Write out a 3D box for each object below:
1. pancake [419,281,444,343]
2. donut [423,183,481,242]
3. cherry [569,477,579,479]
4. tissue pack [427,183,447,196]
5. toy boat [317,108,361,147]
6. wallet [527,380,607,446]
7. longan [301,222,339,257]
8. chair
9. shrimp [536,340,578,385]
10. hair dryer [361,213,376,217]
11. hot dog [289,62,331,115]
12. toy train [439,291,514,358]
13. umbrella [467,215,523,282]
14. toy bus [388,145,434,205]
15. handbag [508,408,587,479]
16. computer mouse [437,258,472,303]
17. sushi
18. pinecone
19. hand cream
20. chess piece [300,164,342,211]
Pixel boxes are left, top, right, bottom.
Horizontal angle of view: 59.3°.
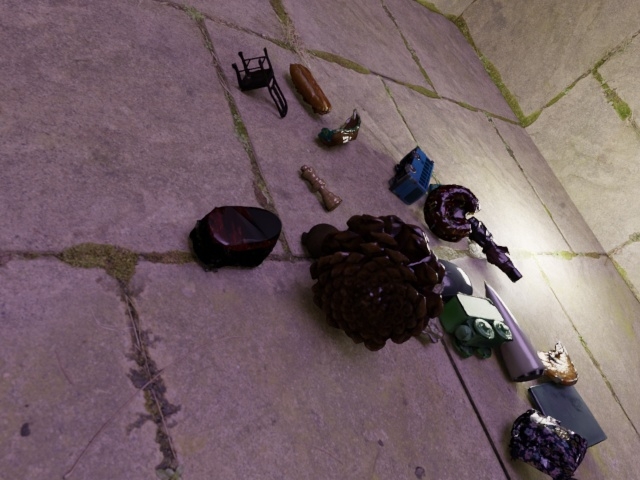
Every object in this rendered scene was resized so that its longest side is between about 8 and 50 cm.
[{"bbox_3d":[0.302,0.149,1.784,0.197,0.054,0.376,-2,66,-17],"label":"pancake"},{"bbox_3d":[0.508,-0.116,2.146,0.216,0.096,0.230,46,75,-5],"label":"donut"},{"bbox_3d":[0.739,0.778,1.617,0.176,0.140,0.176,14,31,-8],"label":"cherry"},{"bbox_3d":[0.477,-0.165,2.265,0.085,0.079,0.111,5,47,-3],"label":"tissue pack"},{"bbox_3d":[0.089,-0.405,2.065,0.293,0.109,0.099,-43,119,-54],"label":"toy boat"},{"bbox_3d":[0.857,0.612,1.967,0.290,0.054,0.251,2,52,-38],"label":"wallet"},{"bbox_3d":[0.000,0.000,1.625,0.119,0.106,0.106,9,37,13],"label":"longan"},{"bbox_3d":[-0.200,-0.522,1.905,0.106,0.113,0.229,-78,156,-47],"label":"chair"},{"bbox_3d":[0.877,0.449,2.114,0.164,0.062,0.317,28,23,9],"label":"shrimp"},{"bbox_3d":[0.182,0.045,1.740,0.197,0.089,0.251,17,59,18],"label":"hair dryer"},{"bbox_3d":[-0.046,-0.562,2.088,0.249,0.076,0.102,58,26,15],"label":"hot dog"},{"bbox_3d":[0.513,0.282,1.859,0.243,0.132,0.188,14,41,-37],"label":"toy train"},{"bbox_3d":[0.703,0.040,2.293,0.326,0.094,0.090,53,-7,9],"label":"umbrella"},{"bbox_3d":[0.361,-0.253,2.191,0.133,0.116,0.234,40,39,-11],"label":"toy bus"},{"bbox_3d":[0.679,0.610,1.689,0.208,0.126,0.229,32,31,29],"label":"handbag"},{"bbox_3d":[0.399,0.128,1.910,0.379,0.090,0.167,11,49,-35],"label":"computer mouse"},{"bbox_3d":[-0.208,-0.008,1.399,0.225,0.126,0.136,-8,64,-41],"label":"sushi"},{"bbox_3d":[0.169,0.079,1.504,0.384,0.384,0.384,26,42,-27],"label":"pinecone"},{"bbox_3d":[0.660,0.320,1.976,0.185,0.118,0.358,46,22,-59],"label":"hand cream"},{"bbox_3d":[-0.004,-0.173,1.804,0.172,0.060,0.060,50,37,6],"label":"chess piece"}]
